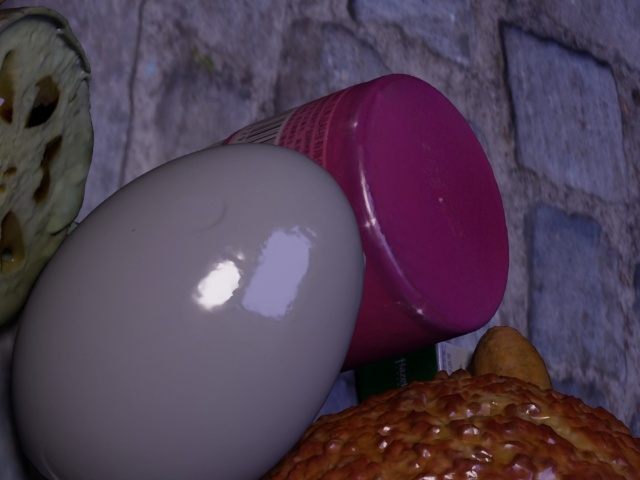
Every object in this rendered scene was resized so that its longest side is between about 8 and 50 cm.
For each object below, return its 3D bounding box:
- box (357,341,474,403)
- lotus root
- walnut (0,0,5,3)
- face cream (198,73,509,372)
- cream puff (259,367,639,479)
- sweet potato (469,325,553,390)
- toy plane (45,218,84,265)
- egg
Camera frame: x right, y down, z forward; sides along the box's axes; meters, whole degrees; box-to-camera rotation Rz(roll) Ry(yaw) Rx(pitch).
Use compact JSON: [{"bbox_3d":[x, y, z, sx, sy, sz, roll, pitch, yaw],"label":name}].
[{"bbox_3d":[0.103,0.184,1.348,0.135,0.081,0.199,20,56,-50],"label":"box"},{"bbox_3d":[-0.199,-0.040,0.973,0.203,0.078,0.183,72,41,-67],"label":"lotus root"},{"bbox_3d":[-0.233,-0.214,0.943,0.228,0.228,0.228,31,50,-45],"label":"walnut"},{"bbox_3d":[0.000,0.000,1.183,0.175,0.195,0.175,29,53,-46],"label":"face cream"},{"bbox_3d":[0.102,0.197,1.090,0.350,0.350,0.228,22,84,-50],"label":"cream puff"},{"bbox_3d":[0.177,0.228,1.269,0.095,0.106,0.354,-9,82,-26],"label":"sweet potato"},{"bbox_3d":[-0.163,-0.005,1.095,0.083,0.033,0.080,12,65,-45],"label":"toy plane"},{"bbox_3d":[-0.072,0.048,1.028,0.232,0.176,0.176,-52,130,-1],"label":"egg"}]
